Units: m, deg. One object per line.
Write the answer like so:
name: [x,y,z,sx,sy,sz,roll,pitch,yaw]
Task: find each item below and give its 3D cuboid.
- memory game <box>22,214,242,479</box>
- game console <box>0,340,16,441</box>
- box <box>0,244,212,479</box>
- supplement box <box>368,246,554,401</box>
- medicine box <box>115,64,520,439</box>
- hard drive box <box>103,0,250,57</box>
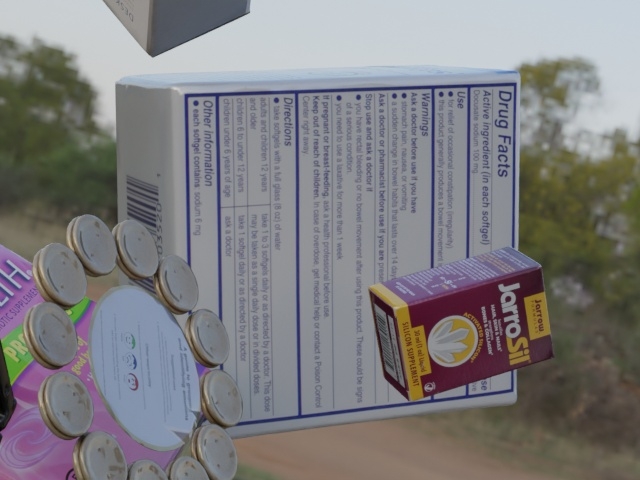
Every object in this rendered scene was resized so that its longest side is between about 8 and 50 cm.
memory game: [-0.103,0.072,0.895,0.012,0.186,0.186,-22,-21,28]
game console: [-0.194,0.066,0.637,0.122,0.071,0.107,19,-31,7]
box: [-0.213,0.112,0.985,0.243,0.117,0.213,30,25,1]
supplement box: [0.073,0.043,0.816,0.083,0.055,0.043,-16,18,-14]
medicine box: [0.000,0.000,1.226,0.289,0.264,0.149,-4,10,-23]
hard drive box: [-0.122,-0.269,1.043,0.181,0.089,0.232,50,-28,22]
